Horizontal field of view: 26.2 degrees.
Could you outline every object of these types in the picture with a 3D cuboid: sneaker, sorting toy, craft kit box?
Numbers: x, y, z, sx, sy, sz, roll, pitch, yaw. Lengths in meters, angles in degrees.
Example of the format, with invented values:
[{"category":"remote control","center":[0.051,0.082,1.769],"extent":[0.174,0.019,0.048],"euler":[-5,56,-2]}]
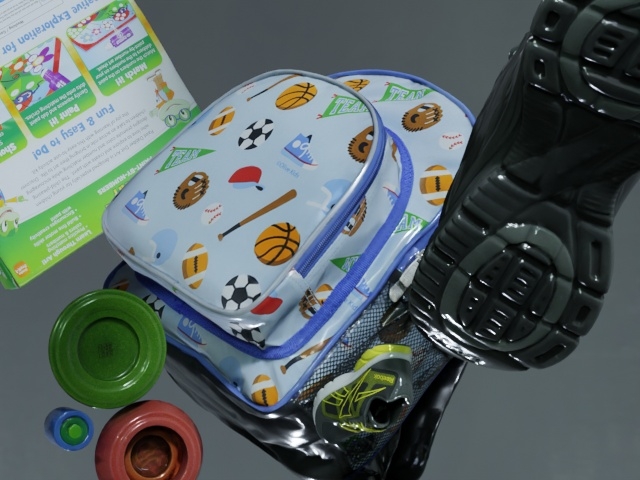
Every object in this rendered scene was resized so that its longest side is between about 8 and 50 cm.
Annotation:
[{"category":"sneaker","center":[0.021,0.086,0.713],"extent":[0.083,0.031,0.035],"euler":[-54,33,43]},{"category":"sorting toy","center":[-0.092,0.072,0.605],"extent":[0.042,0.061,0.102],"euler":[-5,107,67]},{"category":"craft kit box","center":[-0.252,-0.123,1.285],"extent":[0.247,0.250,0.061],"euler":[59,155,-10]},{"category":"sneaker","center":[0.125,-0.074,0.628],"extent":[0.286,0.109,0.130],"euler":[-57,11,35]}]

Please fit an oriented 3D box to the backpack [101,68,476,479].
[{"category":"backpack","center":[0.000,0.000,0.955],"extent":[0.276,0.263,0.213],"euler":[30,156,41]}]
